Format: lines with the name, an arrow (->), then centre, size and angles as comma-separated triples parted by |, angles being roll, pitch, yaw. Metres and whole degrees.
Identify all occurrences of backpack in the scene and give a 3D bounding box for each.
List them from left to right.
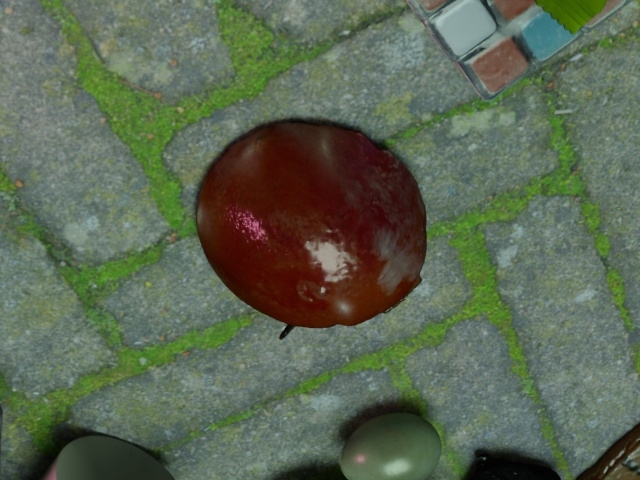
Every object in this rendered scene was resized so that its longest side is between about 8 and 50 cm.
backpack -> 0.308, 0.403, 2.104 | 0.165, 0.106, 0.120 | 8, 119, -17

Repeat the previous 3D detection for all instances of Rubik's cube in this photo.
Rubik's cube -> 0.177, -0.349, 1.413 | 0.256, 0.259, 0.253 | -34, 126, 9

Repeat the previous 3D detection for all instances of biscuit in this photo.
biscuit -> 0.570, 0.391, 2.199 | 0.262, 0.052, 0.277 | 33, 112, -32

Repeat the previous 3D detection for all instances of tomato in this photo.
tomato -> 0.002, 0.006, 1.686 | 0.309, 0.170, 0.309 | -8, 128, -11

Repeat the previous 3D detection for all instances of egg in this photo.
egg -> 0.102, 0.311, 1.975 | 0.152, 0.114, 0.114 | -12, 128, -4

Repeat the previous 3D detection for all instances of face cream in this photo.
face cream -> -0.314, 0.410, 1.873 | 0.218, 0.218, 0.179 | 24, 118, -29

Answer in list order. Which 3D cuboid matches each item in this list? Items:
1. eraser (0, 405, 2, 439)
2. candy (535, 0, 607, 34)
eraser -> -0.604, 0.294, 1.775 | 0.359, 0.122, 0.272 | -1, 124, -15
candy -> 0.276, -0.319, 1.262 | 0.149, 0.069, 0.246 | 28, 107, -35
